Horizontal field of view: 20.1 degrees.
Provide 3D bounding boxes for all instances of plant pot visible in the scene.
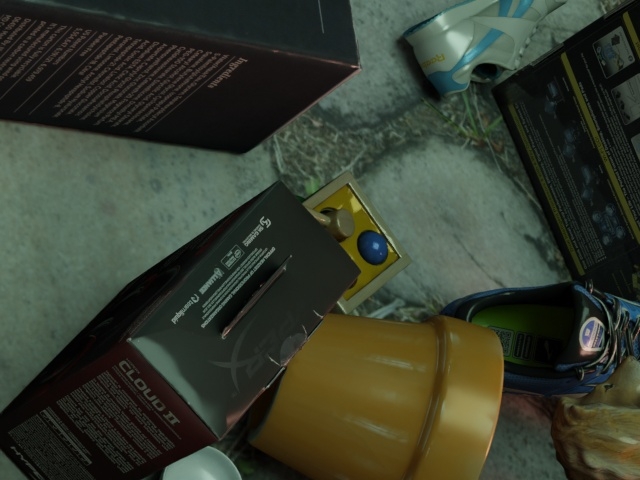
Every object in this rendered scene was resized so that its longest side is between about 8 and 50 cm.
[{"bbox_3d":[0.040,0.152,1.643,0.188,0.205,0.205,18,59,-11],"label":"plant pot"}]

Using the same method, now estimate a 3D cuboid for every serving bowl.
[{"bbox_3d":[-0.109,0.224,1.596,0.083,0.027,0.083,16,61,-30],"label":"serving bowl"}]

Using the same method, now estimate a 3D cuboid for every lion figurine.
[{"bbox_3d":[0.341,0.255,1.768,0.240,0.392,0.142,6,61,8],"label":"lion figurine"}]

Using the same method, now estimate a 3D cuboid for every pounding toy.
[{"bbox_3d":[0.000,0.000,1.728,0.130,0.100,0.141,-37,94,-41],"label":"pounding toy"}]

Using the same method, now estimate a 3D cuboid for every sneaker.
[{"bbox_3d":[0.274,0.112,1.759,0.330,0.147,0.130,5,79,1],"label":"sneaker"},{"bbox_3d":[0.192,-0.228,1.988,0.228,0.087,0.092,-28,94,-33],"label":"sneaker"}]

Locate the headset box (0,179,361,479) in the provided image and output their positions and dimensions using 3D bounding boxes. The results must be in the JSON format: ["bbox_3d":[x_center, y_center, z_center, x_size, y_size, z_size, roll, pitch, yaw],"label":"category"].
[{"bbox_3d":[-0.115,0.088,1.481,0.110,0.293,0.218,48,51,-8],"label":"headset box"}]

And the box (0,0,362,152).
[{"bbox_3d":[-0.193,-0.272,1.640,0.395,0.212,0.294,7,66,-33],"label":"box"}]

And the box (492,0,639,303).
[{"bbox_3d":[0.376,-0.052,1.881,0.097,0.318,0.395,-15,78,-40],"label":"box"}]
